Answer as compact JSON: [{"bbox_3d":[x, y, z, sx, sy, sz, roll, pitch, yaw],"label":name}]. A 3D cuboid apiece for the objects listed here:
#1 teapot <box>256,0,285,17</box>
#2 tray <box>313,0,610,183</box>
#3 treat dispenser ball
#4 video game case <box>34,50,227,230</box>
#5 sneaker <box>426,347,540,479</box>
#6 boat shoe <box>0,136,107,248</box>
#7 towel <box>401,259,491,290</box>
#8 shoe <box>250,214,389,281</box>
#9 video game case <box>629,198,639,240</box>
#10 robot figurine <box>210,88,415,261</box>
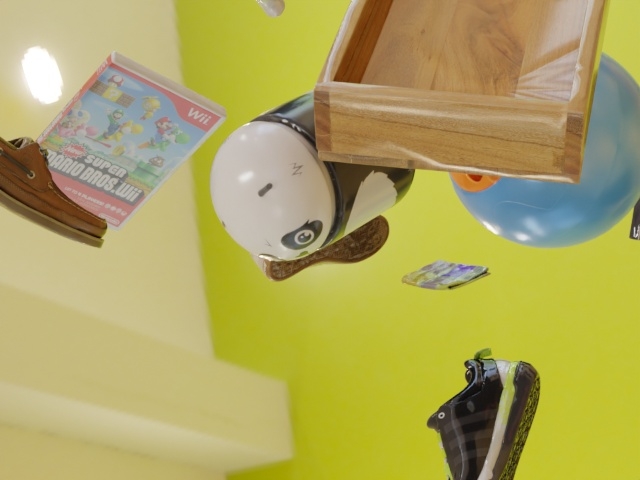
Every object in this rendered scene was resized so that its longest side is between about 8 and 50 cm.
[{"bbox_3d":[-0.157,-0.455,2.018,0.187,0.252,0.256,-21,-58,-83],"label":"teapot"},{"bbox_3d":[0.141,-0.202,1.263,0.411,0.203,0.076,-70,-19,-48],"label":"tray"},{"bbox_3d":[0.313,-0.132,2.048,0.288,0.288,0.288,-14,-90,-70],"label":"treat dispenser ball"},{"bbox_3d":[-0.303,-0.139,2.205,0.204,0.285,0.025,25,-144,-33],"label":"video game case"},{"bbox_3d":[0.151,0.216,1.525,0.084,0.097,0.235,77,-147,-50],"label":"sneaker"},{"bbox_3d":[-0.402,-0.090,1.986,0.307,0.111,0.104,30,-99,-31],"label":"boat shoe"},{"bbox_3d":[0.126,0.035,1.509,0.060,0.083,0.009,-21,-74,-28],"label":"towel"},{"bbox_3d":[0.000,0.000,2.082,0.219,0.058,0.076,-16,-63,-33],"label":"shoe"},{"bbox_3d":[0.604,-0.134,2.523,0.196,0.026,0.274,2,-83,-45],"label":"video game case"},{"bbox_3d":[0.001,-0.084,1.739,0.278,0.173,0.209,-30,-49,-41],"label":"robot figurine"}]
